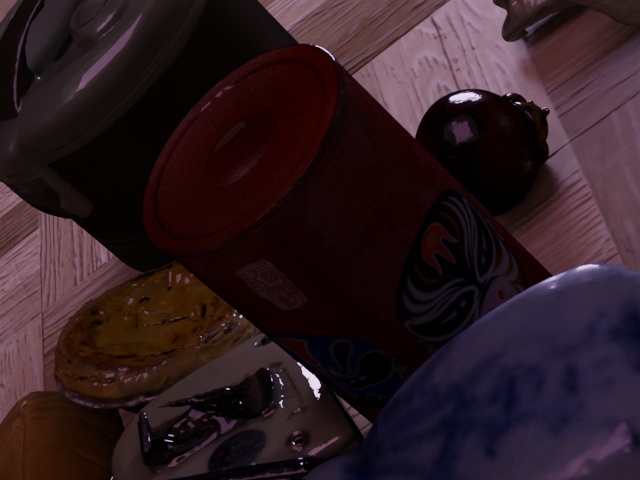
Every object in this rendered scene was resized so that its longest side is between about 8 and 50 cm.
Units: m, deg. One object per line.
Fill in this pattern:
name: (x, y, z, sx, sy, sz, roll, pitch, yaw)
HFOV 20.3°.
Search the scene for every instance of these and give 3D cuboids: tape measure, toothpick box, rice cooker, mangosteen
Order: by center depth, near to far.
toothpick box: (0.040, 0.020, 1.458, 0.204, 0.333, 0.204, -30, 36, 25)
tape measure: (-0.074, 0.203, 1.538, 0.231, 0.133, 0.271, -32, 29, -3)
mangosteen: (0.155, -0.087, 1.643, 0.140, 0.140, 0.140, -30, 37, 26)
rice cooker: (-0.195, -0.157, 1.913, 0.335, 0.325, 0.335, -29, 38, 26)

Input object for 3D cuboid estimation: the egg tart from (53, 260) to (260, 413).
egg tart: (-0.152, 0.105, 1.776, 0.234, 0.094, 0.234, -16, 25, 8)

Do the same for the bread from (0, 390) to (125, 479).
bread: (-0.254, 0.273, 1.714, 0.152, 0.119, 0.288, -54, 27, 26)

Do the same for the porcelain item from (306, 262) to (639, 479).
porcelain item: (0.188, 0.155, 1.291, 0.405, 0.178, 0.242, -34, 37, 21)

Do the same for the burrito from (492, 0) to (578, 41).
burrito: (0.281, -0.288, 1.749, 0.275, 0.059, 0.082, -32, 55, 24)

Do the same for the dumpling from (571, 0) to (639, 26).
dumpling: (0.308, -0.272, 1.641, 0.216, 0.126, 0.166, -20, 40, 38)
